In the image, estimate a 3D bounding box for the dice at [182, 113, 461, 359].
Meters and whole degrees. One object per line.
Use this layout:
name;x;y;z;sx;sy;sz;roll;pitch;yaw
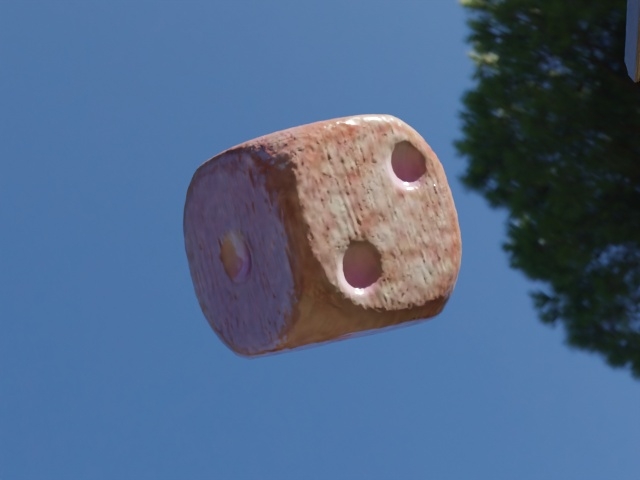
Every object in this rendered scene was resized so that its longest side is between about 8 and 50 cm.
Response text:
dice;0.000;0.000;0.631;0.091;0.093;0.094;-12;-93;-37

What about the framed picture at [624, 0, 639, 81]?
framed picture;0.308;-0.226;0.849;0.289;0.020;0.211;-28;-31;-8
